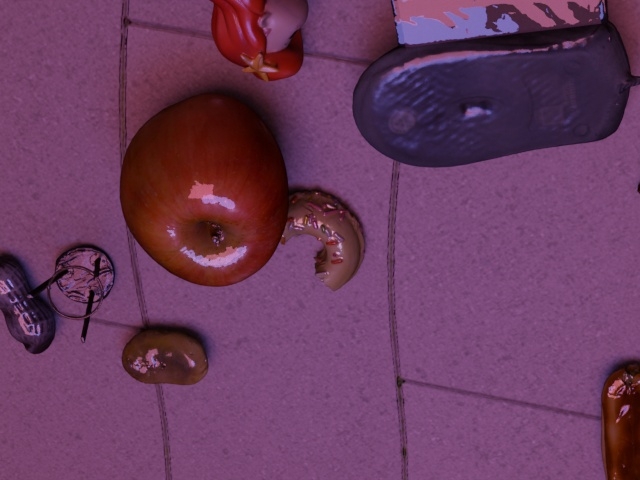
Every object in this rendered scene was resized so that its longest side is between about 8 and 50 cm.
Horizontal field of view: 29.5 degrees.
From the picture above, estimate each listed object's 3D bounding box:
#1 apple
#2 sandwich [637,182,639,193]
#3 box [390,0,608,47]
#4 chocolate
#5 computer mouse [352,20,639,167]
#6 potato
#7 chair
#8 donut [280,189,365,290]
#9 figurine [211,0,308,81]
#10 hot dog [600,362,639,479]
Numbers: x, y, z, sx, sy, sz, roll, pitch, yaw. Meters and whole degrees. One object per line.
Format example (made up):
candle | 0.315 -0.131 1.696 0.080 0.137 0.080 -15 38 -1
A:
apple | -0.151 -0.074 1.657 0.242 0.241 0.242 -1 128 -2
sandwich | 0.495 -0.079 1.642 0.093 0.035 0.105 31 117 -6
box | 0.211 -0.356 1.484 0.252 0.153 0.188 -7 117 13
chocolate | -0.467 0.100 1.890 0.072 0.072 0.167 -23 109 20
computer mouse | 0.228 -0.203 1.575 0.371 0.121 0.188 -4 131 12
potato | -0.240 0.182 1.891 0.138 0.070 0.091 4 113 6
chair | -0.352 0.064 1.790 0.095 0.221 0.104 -44 101 2
donut | 0.001 -0.004 1.753 0.108 0.065 0.166 -35 107 23
figurine | -0.063 -0.342 1.542 0.208 0.181 0.257 11 130 -42
hot dog | 0.472 0.297 1.824 0.100 0.068 0.249 3 116 23
